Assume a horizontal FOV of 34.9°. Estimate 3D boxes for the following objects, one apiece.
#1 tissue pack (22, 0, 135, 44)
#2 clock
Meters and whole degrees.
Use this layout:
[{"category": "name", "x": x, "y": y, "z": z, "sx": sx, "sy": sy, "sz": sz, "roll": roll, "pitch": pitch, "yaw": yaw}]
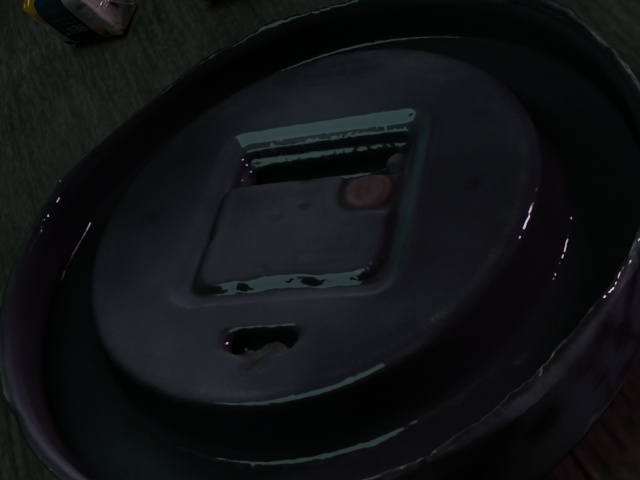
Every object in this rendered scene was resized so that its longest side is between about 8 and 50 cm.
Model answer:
[{"category": "tissue pack", "x": -0.212, "y": -0.205, "z": 0.891, "sx": 0.083, "sy": 0.062, "sz": 0.042, "roll": 0, "pitch": 61, "yaw": 42}, {"category": "clock", "x": 0.000, "y": 0.000, "z": 0.493, "sx": 0.325, "sy": 0.067, "sz": 0.325, "roll": -15, "pitch": 44, "yaw": 15}]
